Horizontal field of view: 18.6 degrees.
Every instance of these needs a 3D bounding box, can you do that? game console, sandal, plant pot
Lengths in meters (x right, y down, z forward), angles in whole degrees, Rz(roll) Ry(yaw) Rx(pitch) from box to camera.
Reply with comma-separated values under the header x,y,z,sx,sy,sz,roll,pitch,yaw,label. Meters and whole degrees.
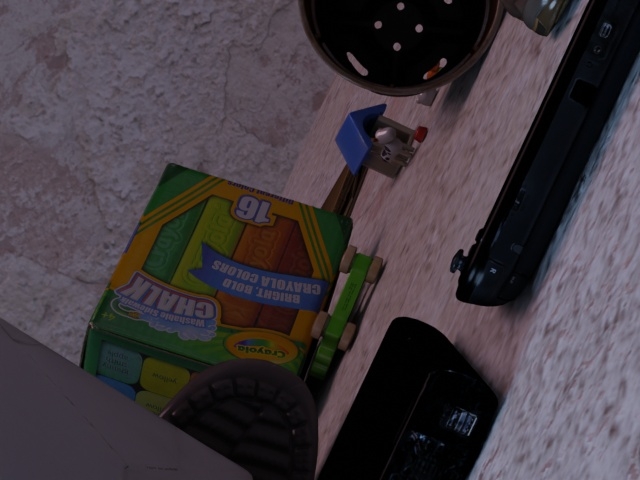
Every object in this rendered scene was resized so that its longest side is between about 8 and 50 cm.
x,y,z,sx,sy,sz,roll,pitch,yaw,label
0.082,0.013,1.004,0.213,0.044,0.361,-129,64,-85,game console
0.137,-0.188,1.317,0.219,0.060,0.090,-80,15,-72,sandal
0.067,-0.194,1.640,0.165,0.167,0.167,57,-123,-86,plant pot

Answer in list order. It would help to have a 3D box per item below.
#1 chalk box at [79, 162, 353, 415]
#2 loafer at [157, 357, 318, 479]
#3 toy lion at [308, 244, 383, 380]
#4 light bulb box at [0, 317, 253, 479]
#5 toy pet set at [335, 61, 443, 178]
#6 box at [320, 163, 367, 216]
x,y,z,sx,sy,sz,roll,pitch,yaw,label
-0.103,0.105,1.674,0.289,0.180,0.179,-71,-3,-48,chalk box
-0.112,0.244,1.442,0.130,0.134,0.366,-88,23,-78,loafer
0.016,0.064,1.615,0.096,0.034,0.100,104,-172,-70,toy lion
-0.222,0.295,1.171,0.361,0.225,0.358,-52,16,13,light bulb box
0.063,-0.119,1.798,0.114,0.065,0.122,120,173,-51,toy pet set
0.000,0.000,2.189,0.201,0.021,0.164,120,173,-53,box
